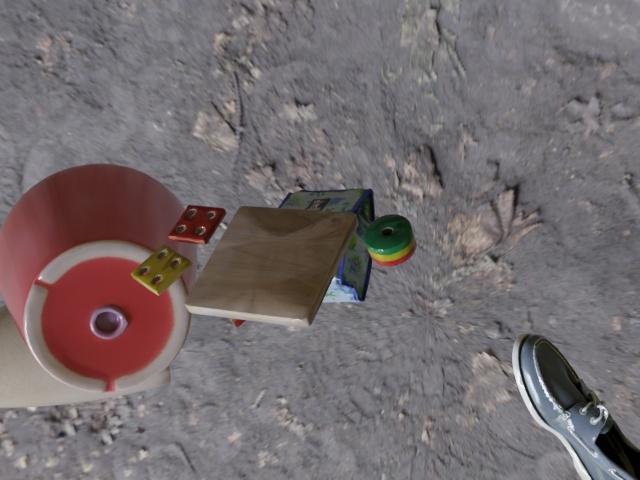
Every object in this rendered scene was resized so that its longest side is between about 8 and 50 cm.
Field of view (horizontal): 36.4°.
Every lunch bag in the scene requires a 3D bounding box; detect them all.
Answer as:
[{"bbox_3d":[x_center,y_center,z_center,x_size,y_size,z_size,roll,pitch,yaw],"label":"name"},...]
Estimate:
[{"bbox_3d":[0.000,0.000,1.283,0.129,0.096,0.151,-1,62,29],"label":"lunch bag"}]

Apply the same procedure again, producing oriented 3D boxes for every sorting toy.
[{"bbox_3d":[-0.049,0.031,0.939,0.275,0.046,0.132,5,49,27],"label":"sorting toy"}]

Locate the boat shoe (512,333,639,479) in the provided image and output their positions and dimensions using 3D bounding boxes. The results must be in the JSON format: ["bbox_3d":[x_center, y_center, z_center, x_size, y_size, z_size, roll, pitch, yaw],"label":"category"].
[{"bbox_3d":[0.403,0.262,1.456,0.099,0.116,0.319,-22,106,47],"label":"boat shoe"}]

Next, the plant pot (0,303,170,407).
[{"bbox_3d":[-0.418,0.161,1.583,0.274,0.256,0.256,-19,83,-19],"label":"plant pot"}]

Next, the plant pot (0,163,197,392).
[{"bbox_3d":[-0.278,0.058,1.245,0.275,0.243,0.275,-5,109,-15],"label":"plant pot"}]
